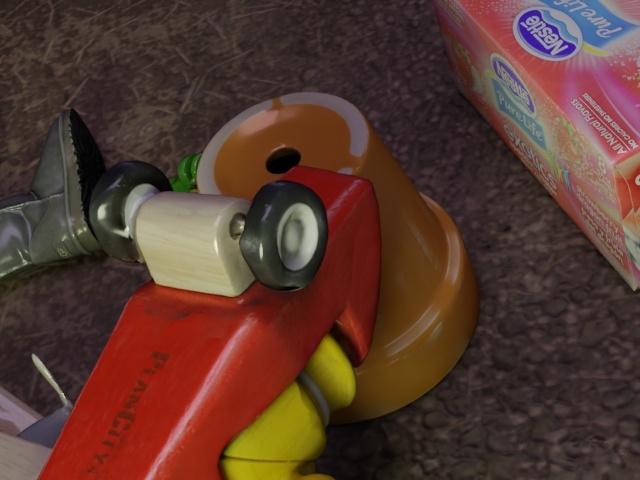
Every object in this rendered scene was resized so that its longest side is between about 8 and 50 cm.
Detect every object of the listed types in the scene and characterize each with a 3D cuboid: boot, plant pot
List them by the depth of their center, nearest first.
[{"bbox_3d":[0.000,0.000,0.960,0.205,0.188,0.205,-11,46,12],"label":"plant pot"},{"bbox_3d":[-0.305,-0.023,1.198,0.208,0.076,0.190,-22,42,11],"label":"boot"}]

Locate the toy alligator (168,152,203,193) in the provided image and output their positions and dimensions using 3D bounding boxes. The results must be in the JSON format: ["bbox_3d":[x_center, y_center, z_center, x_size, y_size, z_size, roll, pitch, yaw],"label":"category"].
[{"bbox_3d":[-0.063,-0.050,1.129,0.189,0.051,0.056,9,53,28],"label":"toy alligator"}]

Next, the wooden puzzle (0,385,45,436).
[{"bbox_3d":[-0.223,0.231,0.887,0.238,0.044,0.221,31,63,14],"label":"wooden puzzle"}]

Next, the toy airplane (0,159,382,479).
[{"bbox_3d":[-0.080,0.174,0.744,0.384,0.272,0.386,-31,46,9],"label":"toy airplane"}]

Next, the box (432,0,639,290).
[{"bbox_3d":[0.222,-0.126,1.022,0.154,0.142,0.300,-28,45,-3],"label":"box"}]
